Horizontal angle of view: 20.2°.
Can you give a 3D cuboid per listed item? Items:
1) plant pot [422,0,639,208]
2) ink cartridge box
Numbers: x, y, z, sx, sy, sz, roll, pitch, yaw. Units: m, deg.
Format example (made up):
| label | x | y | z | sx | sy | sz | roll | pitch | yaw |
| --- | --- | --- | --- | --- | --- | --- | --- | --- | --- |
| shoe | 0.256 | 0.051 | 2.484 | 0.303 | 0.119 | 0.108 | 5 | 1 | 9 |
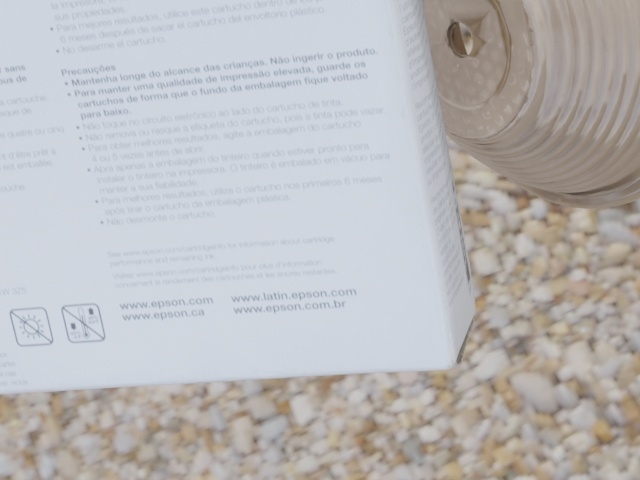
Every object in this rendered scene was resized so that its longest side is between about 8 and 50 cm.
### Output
| label | x | y | z | sx | sy | sz | roll | pitch | yaw |
| --- | --- | --- | --- | --- | --- | --- | --- | --- | --- |
| plant pot | 0.117 | -0.125 | 1.032 | 0.237 | 0.110 | 0.237 | 27 | 125 | 45 |
| ink cartridge box | -0.077 | -0.058 | 0.562 | 0.223 | 0.045 | 0.224 | -4 | 115 | 17 |
